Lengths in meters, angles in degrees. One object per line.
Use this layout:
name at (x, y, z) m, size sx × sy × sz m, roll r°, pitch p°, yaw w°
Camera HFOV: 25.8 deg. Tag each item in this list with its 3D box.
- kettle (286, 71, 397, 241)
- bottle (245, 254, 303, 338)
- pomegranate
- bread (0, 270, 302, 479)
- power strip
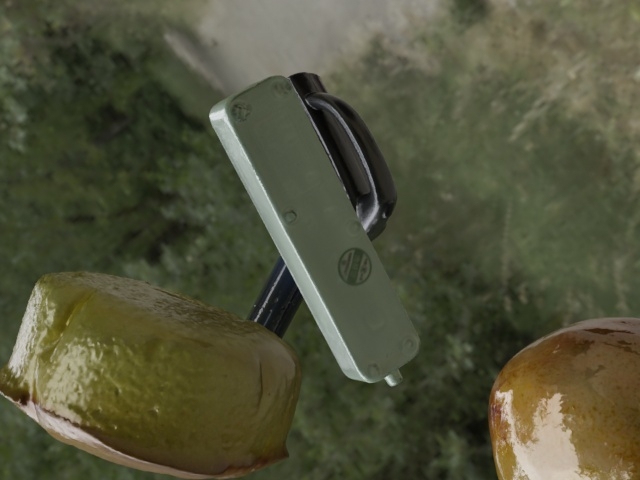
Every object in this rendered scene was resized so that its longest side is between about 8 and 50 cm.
kettle at (0.007, -0.098, 1.821) m, size 0.202 × 0.144 × 0.232 m, roll -43°, pitch 73°, yaw 44°
bottle at (-0.068, 0.093, 2.376) m, size 0.082 × 0.244 × 0.072 m, roll 26°, pitch -176°, yaw -43°
pomegranate at (0.362, 0.233, 1.686) m, size 0.319 × 0.319 × 0.319 m, roll 53°, pitch 179°, yaw 2°
bread at (-0.143, 0.123, 1.227) m, size 0.270 × 0.148 × 0.270 m, roll 18°, pitch -176°, yaw -1°
power strip at (0.000, 0.000, 1.587) m, size 0.062 × 0.091 × 0.385 m, roll -6°, pitch 114°, yaw 63°
